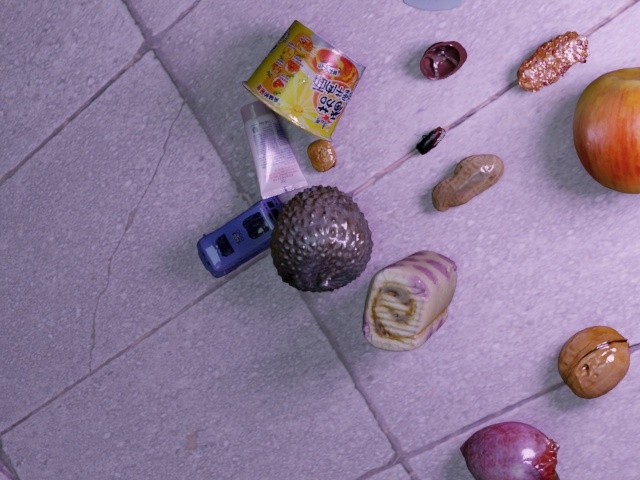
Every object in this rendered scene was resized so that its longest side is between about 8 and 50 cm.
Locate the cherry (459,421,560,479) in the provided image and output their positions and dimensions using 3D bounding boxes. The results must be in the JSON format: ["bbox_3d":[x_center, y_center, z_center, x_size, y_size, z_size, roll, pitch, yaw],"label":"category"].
[{"bbox_3d":[0.449,0.530,1.771,0.250,0.175,0.192,9,130,35],"label":"cherry"}]

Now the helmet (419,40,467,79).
[{"bbox_3d":[0.284,-0.432,1.732,0.111,0.057,0.089,-28,123,19],"label":"helmet"}]

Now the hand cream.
[{"bbox_3d":[-0.128,-0.240,1.923,0.083,0.133,0.247,-22,85,68],"label":"hand cream"}]

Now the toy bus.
[{"bbox_3d":[-0.219,-0.002,1.978,0.292,0.133,0.125,-30,87,24],"label":"toy bus"}]

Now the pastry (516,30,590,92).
[{"bbox_3d":[0.513,-0.398,1.640,0.169,0.063,0.087,-32,95,19],"label":"pastry"}]

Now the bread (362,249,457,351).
[{"bbox_3d":[0.208,0.133,1.710,0.155,0.338,0.187,16,103,19],"label":"bread"}]

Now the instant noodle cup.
[{"bbox_3d":[-0.028,-0.389,1.775,0.264,0.264,0.200,38,105,13],"label":"instant noodle cup"}]

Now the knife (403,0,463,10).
[{"bbox_3d":[0.317,-0.573,1.711,0.261,0.035,0.063,-9,102,30],"label":"knife"}]

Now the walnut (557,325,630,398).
[{"bbox_3d":[0.619,0.272,1.670,0.144,0.144,0.180,45,121,10],"label":"walnut"}]

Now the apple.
[{"bbox_3d":[0.648,-0.225,1.493,0.286,0.286,0.233,-3,115,24],"label":"apple"}]

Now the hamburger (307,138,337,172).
[{"bbox_3d":[0.004,-0.218,1.895,0.076,0.044,0.083,-26,86,24],"label":"hamburger"}]

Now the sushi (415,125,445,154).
[{"bbox_3d":[0.261,-0.243,1.779,0.044,0.046,0.083,48,114,9],"label":"sushi"}]

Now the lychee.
[{"bbox_3d":[0.000,0.000,1.827,0.255,0.255,0.274,-31,53,25],"label":"lychee"}]

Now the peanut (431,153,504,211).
[{"bbox_3d":[0.342,-0.139,1.742,0.194,0.083,0.093,-32,99,23],"label":"peanut"}]
